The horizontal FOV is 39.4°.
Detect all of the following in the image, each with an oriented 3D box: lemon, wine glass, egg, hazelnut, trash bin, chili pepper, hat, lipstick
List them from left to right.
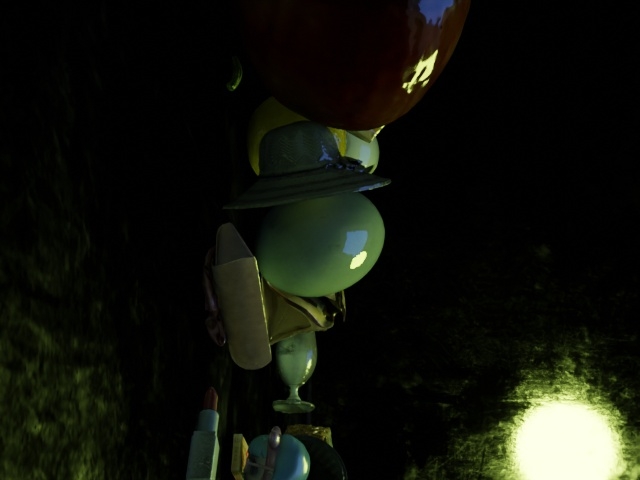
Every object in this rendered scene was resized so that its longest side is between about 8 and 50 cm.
[{"bbox_3d":[-0.134,0.228,1.051,0.030,0.030,0.129,87,5,-47],"label":"lipstick"},{"bbox_3d":[-0.128,-0.245,1.334,0.083,0.017,0.030,-85,173,-53],"label":"chili pepper"},{"bbox_3d":[-0.057,0.269,1.995,0.103,0.103,0.222,84,6,-64],"label":"wine glass"},{"bbox_3d":[-0.041,-0.170,1.529,0.206,0.173,0.173,-86,175,-60],"label":"lemon"},{"bbox_3d":[-0.045,0.471,1.725,0.161,0.175,0.175,113,-21,-70],"label":"trash bin"},{"bbox_3d":[-0.029,-0.116,1.280,0.252,0.252,0.110,-69,150,-82],"label":"hat"},{"bbox_3d":[0.000,0.000,1.665,0.282,0.203,0.203,-21,119,-40],"label":"egg"},{"bbox_3d":[0.031,-0.361,1.279,0.421,0.352,0.421,58,-19,33],"label":"hazelnut"}]

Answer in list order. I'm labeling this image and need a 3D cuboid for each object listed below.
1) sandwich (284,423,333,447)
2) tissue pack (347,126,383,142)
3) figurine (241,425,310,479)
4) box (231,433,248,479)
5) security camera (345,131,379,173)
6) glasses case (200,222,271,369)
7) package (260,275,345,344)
[{"bbox_3d":[-0.030,0.597,2.214,0.325,0.131,0.262,72,17,-85],"label":"sandwich"},{"bbox_3d":[0.017,-0.299,1.639,0.125,0.234,0.159,-53,-149,6],"label":"tissue pack"},{"bbox_3d":[-0.080,0.416,1.358,0.205,0.102,0.260,58,43,-77],"label":"figurine"},{"bbox_3d":[-0.125,0.342,1.395,0.093,0.015,0.058,83,10,-63],"label":"box"},{"bbox_3d":[0.005,-0.190,1.885,0.194,0.236,0.195,-1,90,-90],"label":"security camera"},{"bbox_3d":[-0.121,0.070,1.131,0.102,0.070,0.193,53,-23,44],"label":"glasses case"},{"bbox_3d":[-0.028,0.051,1.901,0.311,0.165,0.221,-87,176,-59],"label":"package"}]
